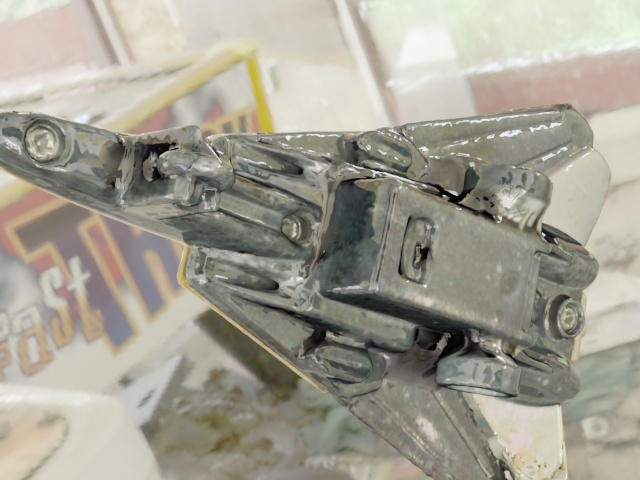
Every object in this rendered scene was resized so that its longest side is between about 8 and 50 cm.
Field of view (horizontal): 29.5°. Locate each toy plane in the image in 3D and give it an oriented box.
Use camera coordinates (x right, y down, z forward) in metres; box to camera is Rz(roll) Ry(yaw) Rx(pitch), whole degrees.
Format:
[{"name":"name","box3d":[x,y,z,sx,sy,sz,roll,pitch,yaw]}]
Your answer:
[{"name":"toy plane","box3d":[0.009,0.000,0.479,0.103,0.204,0.316,-1,-16,44]}]
